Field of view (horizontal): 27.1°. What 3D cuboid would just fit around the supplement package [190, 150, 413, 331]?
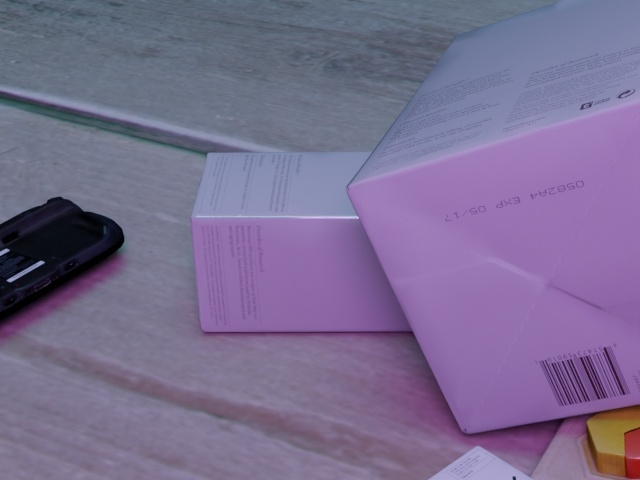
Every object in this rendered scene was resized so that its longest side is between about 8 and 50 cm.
[{"bbox_3d":[0.000,0.000,1.006,0.179,0.105,0.105,0,31,4],"label":"supplement package"}]

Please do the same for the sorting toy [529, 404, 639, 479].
[{"bbox_3d":[0.250,0.115,0.832,0.193,0.038,0.208,7,38,30],"label":"sorting toy"}]

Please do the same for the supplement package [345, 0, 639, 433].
[{"bbox_3d":[0.180,-0.036,0.904,0.199,0.198,0.263,-15,22,29],"label":"supplement package"}]

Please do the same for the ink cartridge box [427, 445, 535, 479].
[{"bbox_3d":[0.055,0.199,0.742,0.207,0.046,0.097,-27,39,-33],"label":"ink cartridge box"}]

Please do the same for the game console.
[{"bbox_3d":[-0.290,0.064,0.983,0.213,0.044,0.361,24,41,32],"label":"game console"}]
